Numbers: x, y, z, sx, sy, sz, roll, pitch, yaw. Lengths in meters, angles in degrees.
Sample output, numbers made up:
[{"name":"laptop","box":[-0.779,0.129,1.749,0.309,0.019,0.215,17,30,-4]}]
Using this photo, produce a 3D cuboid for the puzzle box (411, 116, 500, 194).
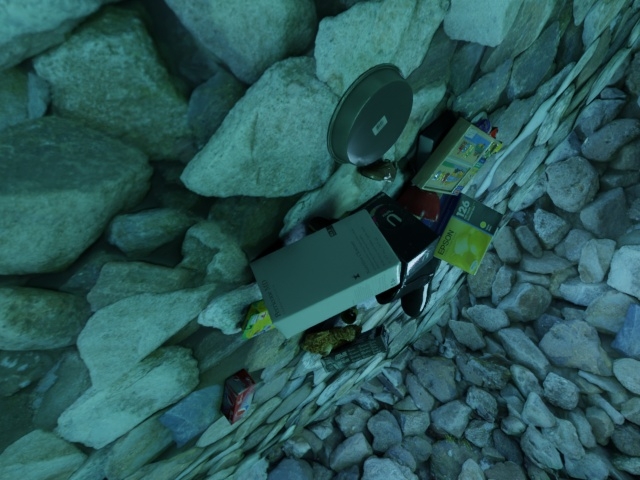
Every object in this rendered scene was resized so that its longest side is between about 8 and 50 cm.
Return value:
[{"name":"puzzle box","box":[0.520,-0.298,1.594,0.409,0.052,0.272,-4,135,-54]}]

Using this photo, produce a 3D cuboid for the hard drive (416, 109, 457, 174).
[{"name":"hard drive","box":[0.424,-0.331,1.539,0.172,0.054,0.254,-41,153,-12]}]

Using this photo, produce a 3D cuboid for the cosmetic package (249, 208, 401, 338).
[{"name":"cosmetic package","box":[0.014,0.098,1.243,0.385,0.217,0.156,-26,150,-5]}]

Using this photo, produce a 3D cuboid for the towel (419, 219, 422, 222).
[{"name":"towel","box":[0.335,0.074,1.895,0.317,0.053,0.331,-16,131,-51]}]

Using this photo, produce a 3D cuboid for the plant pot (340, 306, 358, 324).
[{"name":"plant pot","box":[0.148,0.356,2.056,0.083,0.083,0.079,-57,164,18]}]

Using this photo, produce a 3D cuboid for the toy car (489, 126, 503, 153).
[{"name":"toy car","box":[0.708,-0.385,1.882,0.225,0.053,0.239,-53,152,13]}]

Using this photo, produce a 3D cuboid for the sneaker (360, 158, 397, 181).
[{"name":"sneaker","box":[0.188,-0.228,1.346,0.188,0.066,0.071,-9,118,-58]}]

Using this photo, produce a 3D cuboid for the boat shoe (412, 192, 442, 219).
[{"name":"boat shoe","box":[0.405,-0.134,1.752,0.233,0.084,0.079,-37,171,-12]}]

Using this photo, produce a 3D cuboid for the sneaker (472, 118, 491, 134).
[{"name":"sneaker","box":[0.613,-0.434,1.669,0.170,0.068,0.071,-40,140,-20]}]

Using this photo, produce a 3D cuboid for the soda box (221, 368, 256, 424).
[{"name":"soda box","box":[-0.334,0.635,1.713,0.092,0.083,0.263,-24,146,-37]}]

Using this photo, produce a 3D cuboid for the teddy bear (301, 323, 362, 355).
[{"name":"teddy bear","box":[0.065,0.463,1.976,0.245,0.113,0.338,-15,170,17]}]

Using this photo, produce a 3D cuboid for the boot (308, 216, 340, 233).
[{"name":"boot","box":[0.000,0.000,1.357,0.137,0.077,0.198,-51,152,20]}]

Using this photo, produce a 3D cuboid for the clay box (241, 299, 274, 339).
[{"name":"clay box","box":[-0.180,0.254,1.455,0.222,0.053,0.127,-12,137,-47]}]

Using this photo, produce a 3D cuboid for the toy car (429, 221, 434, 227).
[{"name":"toy car","box":[0.636,-0.068,1.974,0.210,0.238,0.219,-59,154,-7]}]

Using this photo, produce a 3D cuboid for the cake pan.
[{"name":"cake pan","box":[0.144,-0.322,1.146,0.293,0.054,0.293,-34,150,-23]}]

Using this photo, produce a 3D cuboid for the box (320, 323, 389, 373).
[{"name":"box","box":[0.169,0.511,2.015,0.308,0.076,0.242,-24,176,12]}]

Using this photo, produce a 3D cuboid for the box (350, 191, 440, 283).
[{"name":"box","box":[0.250,-0.014,1.475,0.165,0.270,0.143,-37,152,-20]}]

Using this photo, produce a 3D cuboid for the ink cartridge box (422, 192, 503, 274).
[{"name":"ink cartridge box","box":[0.606,-0.046,1.869,0.303,0.307,0.072,-65,-170,3]}]

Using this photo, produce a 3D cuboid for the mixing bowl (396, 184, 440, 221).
[{"name":"mixing bowl","box":[0.382,-0.150,1.611,0.181,0.181,0.098,-2,116,-55]}]

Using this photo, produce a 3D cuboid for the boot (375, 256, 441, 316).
[{"name":"boot","box":[0.381,0.222,1.896,0.445,0.146,0.366,-12,118,-59]}]
